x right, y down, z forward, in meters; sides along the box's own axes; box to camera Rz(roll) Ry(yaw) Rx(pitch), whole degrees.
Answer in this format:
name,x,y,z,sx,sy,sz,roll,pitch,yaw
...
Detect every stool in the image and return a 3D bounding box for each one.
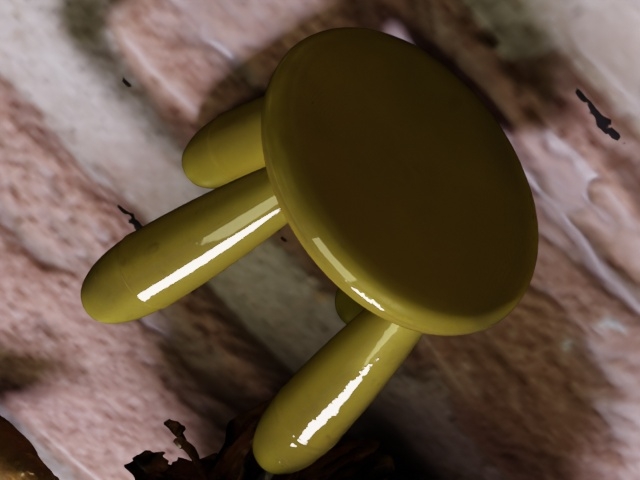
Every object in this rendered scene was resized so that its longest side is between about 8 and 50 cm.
name,x,y,z,sx,sy,sz,roll,pitch,yaw
stool,0.000,0.000,0.537,0.110,0.134,0.135,-37,60,41

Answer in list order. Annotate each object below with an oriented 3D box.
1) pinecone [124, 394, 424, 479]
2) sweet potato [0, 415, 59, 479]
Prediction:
name,x,y,z,sx,sy,sz,roll,pitch,yaw
pinecone,-0.017,0.165,0.616,0.221,0.221,0.221,12,129,15
sweet potato,-0.202,0.086,0.721,0.206,0.068,0.060,13,166,20
